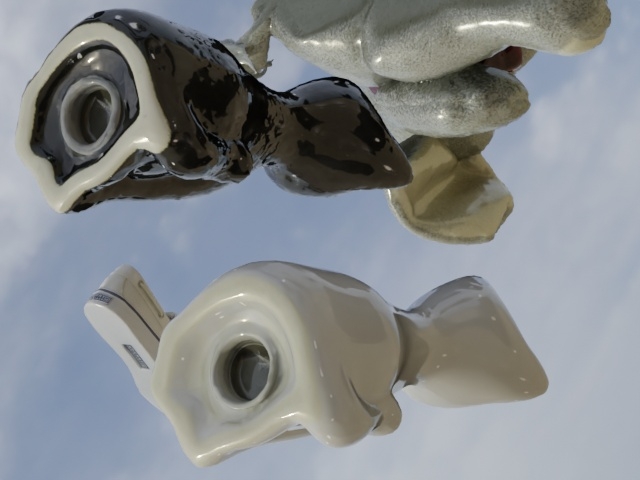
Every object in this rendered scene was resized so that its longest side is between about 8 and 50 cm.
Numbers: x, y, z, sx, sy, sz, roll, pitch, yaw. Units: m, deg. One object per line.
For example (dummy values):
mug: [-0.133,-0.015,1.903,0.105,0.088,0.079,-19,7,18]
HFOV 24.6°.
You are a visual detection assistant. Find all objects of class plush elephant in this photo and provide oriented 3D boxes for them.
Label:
plush elephant: [0.089,-0.153,1.072,0.330,0.272,0.255,-33,-31,25]

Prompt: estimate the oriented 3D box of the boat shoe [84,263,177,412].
boat shoe: [-0.078,0.051,0.717,0.100,0.035,0.035,57,-130,-35]

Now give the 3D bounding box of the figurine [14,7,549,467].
figurine: [0.000,0.000,0.666,0.092,0.215,0.209,-45,-25,30]
